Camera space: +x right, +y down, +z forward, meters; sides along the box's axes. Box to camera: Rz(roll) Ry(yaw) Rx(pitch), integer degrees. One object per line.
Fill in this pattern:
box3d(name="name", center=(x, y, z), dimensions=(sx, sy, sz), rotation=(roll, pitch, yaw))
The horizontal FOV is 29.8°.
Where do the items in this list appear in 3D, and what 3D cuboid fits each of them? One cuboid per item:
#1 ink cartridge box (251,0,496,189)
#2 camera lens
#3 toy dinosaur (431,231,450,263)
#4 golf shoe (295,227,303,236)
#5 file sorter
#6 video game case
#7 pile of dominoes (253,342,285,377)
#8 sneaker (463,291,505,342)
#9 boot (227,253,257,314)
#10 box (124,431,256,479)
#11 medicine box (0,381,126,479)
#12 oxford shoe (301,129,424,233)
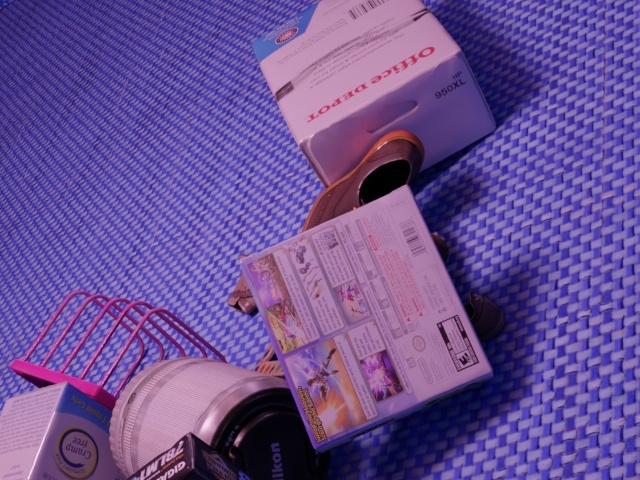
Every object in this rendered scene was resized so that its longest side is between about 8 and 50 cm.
box3d(name="ink cartridge box", center=(0.076, -0.258, 1.971), dimensions=(0.285, 0.166, 0.395), rotation=(-30, 35, 5))
box3d(name="camera lens", center=(-0.138, 0.279, 1.642), dimensions=(0.274, 0.219, 0.219), rotation=(7, 61, 52))
box3d(name="toy dinosaur", center=(0.107, 0.086, 1.661), dimensions=(0.121, 0.160, 0.314), rotation=(15, 74, 17))
box3d(name="golf shoe", center=(0.000, 0.000, 1.926), dimensions=(0.186, 0.067, 0.086), rotation=(-33, 28, 4))
box3d(name="file sorter", center=(-0.318, 0.205, 1.947), dimensions=(0.290, 0.202, 0.182), rotation=(5, 58, 51))
box3d(name="video game case", center=(0.057, 0.100, 1.546), dimensions=(0.244, 0.061, 0.270), rotation=(-24, 73, 3))
box3d(name="pile of dominoes", center=(-0.030, 0.112, 1.779), dimensions=(0.196, 0.040, 0.251), rotation=(-58, 13, -17))
box3d(name="sneaker", center=(0.152, 0.123, 1.610), dimensions=(0.188, 0.071, 0.066), rotation=(-32, 36, 21))
box3d(name="boot", center=(-0.126, 0.075, 2.011), dimensions=(0.087, 0.042, 0.118), rotation=(-54, 33, -6))
box3d(name="box", center=(-0.167, 0.405, 1.476), dimensions=(0.293, 0.295, 0.073), rotation=(-36, 34, 15))
box3d(name="medicine box", center=(-0.361, 0.400, 1.731), dimensions=(0.149, 0.263, 0.289), rotation=(-19, 42, 37))
box3d(name="oxford shoe", center=(0.049, -0.046, 1.788), dimensions=(0.271, 0.097, 0.098), rotation=(-52, 9, 23))
